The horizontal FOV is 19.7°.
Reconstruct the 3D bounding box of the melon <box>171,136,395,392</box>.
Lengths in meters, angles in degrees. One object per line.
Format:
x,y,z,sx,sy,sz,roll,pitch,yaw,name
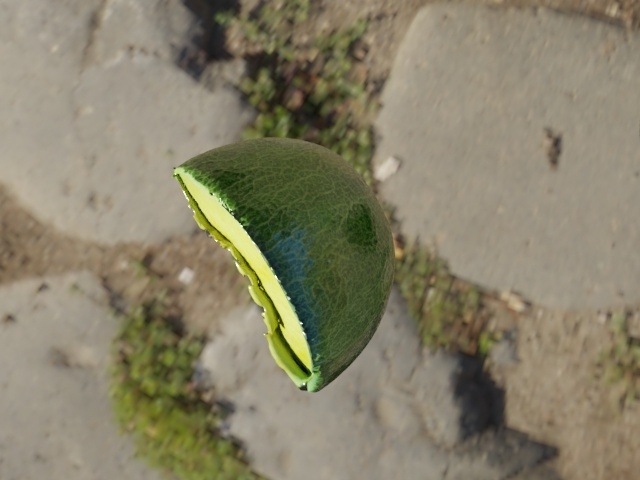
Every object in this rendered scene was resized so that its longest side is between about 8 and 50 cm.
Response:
0.000,0.000,1.785,0.265,0.169,0.129,59,159,-8,melon
